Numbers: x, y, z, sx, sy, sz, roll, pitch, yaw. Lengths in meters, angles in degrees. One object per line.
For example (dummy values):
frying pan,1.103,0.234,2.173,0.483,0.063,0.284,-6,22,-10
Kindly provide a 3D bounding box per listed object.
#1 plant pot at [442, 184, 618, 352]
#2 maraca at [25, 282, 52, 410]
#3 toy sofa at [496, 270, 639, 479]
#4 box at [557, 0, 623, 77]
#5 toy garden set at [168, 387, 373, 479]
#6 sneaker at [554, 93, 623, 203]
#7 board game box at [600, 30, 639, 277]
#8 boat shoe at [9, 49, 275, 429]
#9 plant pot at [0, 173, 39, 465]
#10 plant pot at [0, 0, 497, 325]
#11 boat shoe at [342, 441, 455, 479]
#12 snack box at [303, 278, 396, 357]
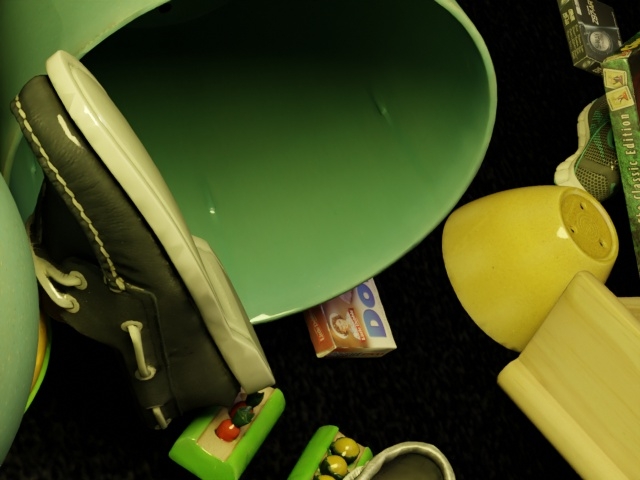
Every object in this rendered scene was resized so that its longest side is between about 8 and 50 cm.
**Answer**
plant pot,0.176,0.009,1.283,0.134,0.095,0.134,25,48,-31
maraca,-0.216,0.064,0.851,0.127,0.099,0.185,49,51,-8
toy sofa,0.309,0.134,1.313,0.363,0.177,0.150,0,40,-44
box,0.265,-0.198,1.579,0.067,0.018,0.083,17,52,-38
toy garden set,0.025,0.173,0.950,0.244,0.049,0.204,32,23,3
sneaker,0.268,-0.088,1.459,0.065,0.076,0.166,44,40,-14
board game box,0.300,-0.052,1.414,0.136,0.030,0.259,-38,120,-53
boat shoe,-0.106,0.018,0.870,0.114,0.091,0.302,62,-1,38
plant pot,-0.239,0.035,0.678,0.290,0.195,0.290,1,87,-28
plant pot,-0.069,-0.127,0.998,0.293,0.293,0.235,16,39,-38
boat shoe,-0.011,0.218,0.772,0.108,0.102,0.301,31,49,8
snack box,0.000,0.000,1.170,0.064,0.022,0.178,4,60,-45
